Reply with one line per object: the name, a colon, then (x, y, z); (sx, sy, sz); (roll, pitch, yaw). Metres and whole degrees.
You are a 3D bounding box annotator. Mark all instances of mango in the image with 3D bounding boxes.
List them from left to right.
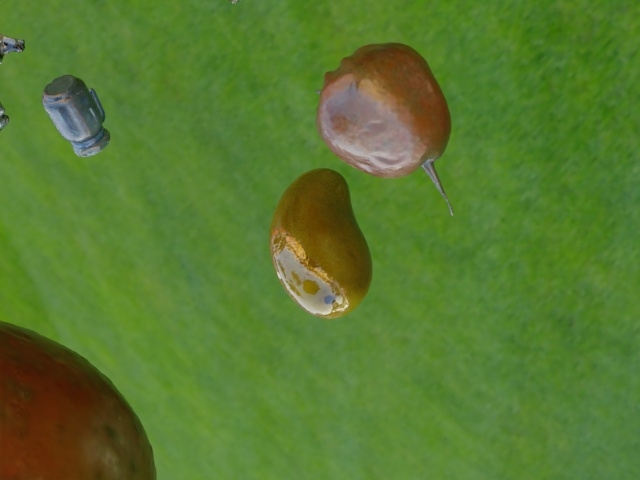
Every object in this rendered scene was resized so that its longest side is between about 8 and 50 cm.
mango: (0.000, 0.000, 1.667); (0.136, 0.228, 0.099); (14, 140, -21)

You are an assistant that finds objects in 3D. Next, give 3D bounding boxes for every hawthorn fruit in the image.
hawthorn fruit: (-0.328, 0.271, 1.205); (0.402, 0.403, 0.403); (36, 156, 19)
hawthorn fruit: (0.080, -0.132, 1.413); (0.189, 0.149, 0.149); (33, 161, -21)

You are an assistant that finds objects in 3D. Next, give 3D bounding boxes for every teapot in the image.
teapot: (-0.257, -0.135, 1.373); (0.064, 0.049, 0.083); (-111, -2, -48)

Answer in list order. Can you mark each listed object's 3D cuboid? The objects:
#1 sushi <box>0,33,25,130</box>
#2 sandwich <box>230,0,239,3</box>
sushi: (-0.535, -0.193, 1.795); (0.184, 0.139, 0.274); (48, 121, 7)
sandwich: (-0.120, -0.352, 1.711); (0.026, 0.069, 0.101); (41, 143, 35)
